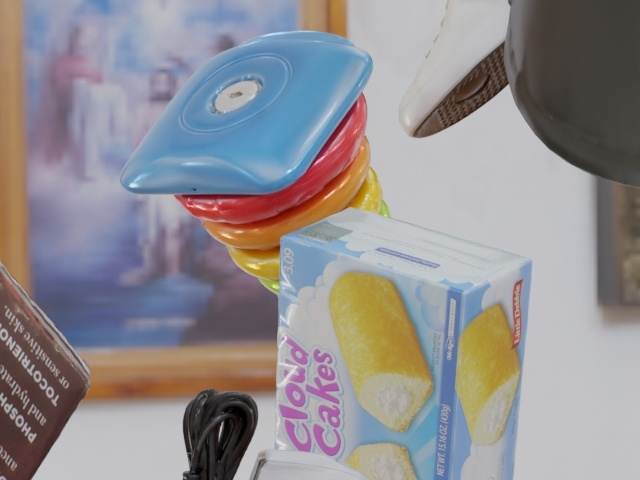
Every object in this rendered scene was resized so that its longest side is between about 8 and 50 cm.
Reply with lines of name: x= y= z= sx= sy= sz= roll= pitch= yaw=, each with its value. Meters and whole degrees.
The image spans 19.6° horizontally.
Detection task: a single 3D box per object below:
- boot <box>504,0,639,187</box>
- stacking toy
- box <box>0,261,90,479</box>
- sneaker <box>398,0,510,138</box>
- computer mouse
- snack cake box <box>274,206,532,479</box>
boot: x=0.157 y=-0.085 z=0.466 sx=0.229 sy=0.091 sz=0.263 roll=5 pitch=27 yaw=-8
stacking toy: x=0.000 y=0.000 z=1.444 sx=0.175 sy=0.302 sz=0.165 roll=0 pitch=43 yaw=39
box: x=-0.240 y=0.079 z=0.772 sx=0.168 sy=0.203 sz=0.167 roll=-2 pitch=-45 yaw=37
sneaker: x=0.159 y=-0.231 z=1.788 sx=0.123 sy=0.290 sz=0.106 roll=47 pitch=17 yaw=21
computer mouse: x=-0.011 y=0.133 z=0.896 sx=0.042 sy=0.106 sz=0.193 roll=5 pitch=-8 yaw=28
snack cake box: x=0.051 y=0.125 z=1.268 sx=0.152 sy=0.264 sz=0.089 roll=16 pitch=25 yaw=33
